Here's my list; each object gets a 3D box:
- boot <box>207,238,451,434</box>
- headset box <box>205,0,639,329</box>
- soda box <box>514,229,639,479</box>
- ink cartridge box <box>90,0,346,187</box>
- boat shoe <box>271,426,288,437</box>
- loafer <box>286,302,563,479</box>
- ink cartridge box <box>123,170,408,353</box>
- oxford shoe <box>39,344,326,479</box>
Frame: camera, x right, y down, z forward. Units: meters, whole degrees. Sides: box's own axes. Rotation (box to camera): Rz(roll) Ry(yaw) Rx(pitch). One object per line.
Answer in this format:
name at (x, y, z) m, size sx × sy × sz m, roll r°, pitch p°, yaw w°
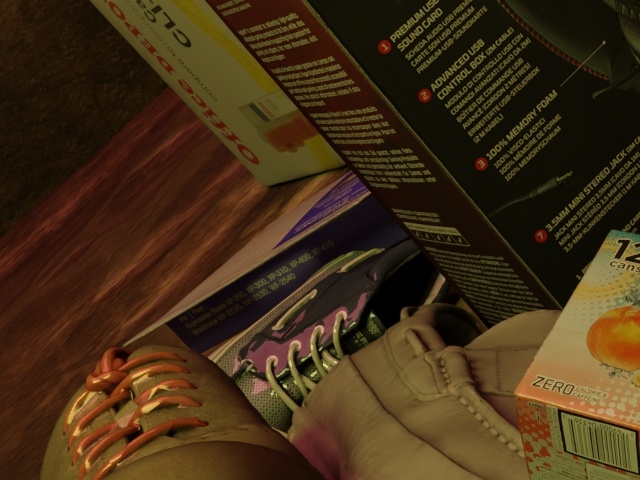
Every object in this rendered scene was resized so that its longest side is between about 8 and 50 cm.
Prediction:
boot at (-0.007, 0.064, 0.821) m, size 0.190 × 0.069 × 0.086 m, roll -48°, pitch 13°, yaw -30°
headset box at (0.094, -0.112, 0.634) m, size 0.218 × 0.293 × 0.110 m, roll -45°, pitch 15°, yaw -13°
soda box at (0.138, 0.053, 0.332) m, size 0.183 × 0.058 × 0.063 m, roll 14°, pitch 48°, yaw 31°
ink cartridge box at (-0.013, -0.208, 1.224) m, size 0.160 × 0.279 × 0.384 m, roll -48°, pitch 15°, yaw -21°
boat shoe at (-0.078, 0.159, 0.740) m, size 0.227 × 0.079 × 0.081 m, roll -35°, pitch 22°, yaw 45°
loafer at (0.067, 0.073, 0.527) m, size 0.111 × 0.112 × 0.319 m, roll -52°, pitch 15°, yaw -6°
ink cartridge box at (0.000, 0.000, 0.977) m, size 0.206 × 0.045 × 0.208 m, roll -31°, pitch 5°, yaw 33°
oxford shoe at (-0.059, 0.095, 0.495) m, size 0.123 × 0.130 × 0.348 m, roll -21°, pitch -13°, yaw -11°
